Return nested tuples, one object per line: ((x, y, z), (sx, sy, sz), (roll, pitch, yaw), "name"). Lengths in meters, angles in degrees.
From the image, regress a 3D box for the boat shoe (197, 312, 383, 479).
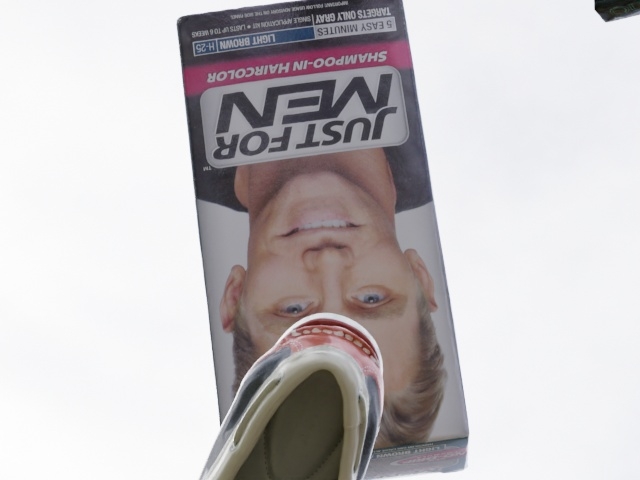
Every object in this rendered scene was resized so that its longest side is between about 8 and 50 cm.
((-0.017, 0.086, 0.529), (0.049, 0.043, 0.137), (20, -77, -2), "boat shoe")

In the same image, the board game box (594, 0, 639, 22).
((0.266, -0.222, 1.278), (0.186, 0.126, 0.026), (-12, -24, 26), "board game box")

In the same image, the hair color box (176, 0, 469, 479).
((0.000, 0.000, 1.422), (0.174, 0.347, 0.105), (-8, -20, 0), "hair color box")
